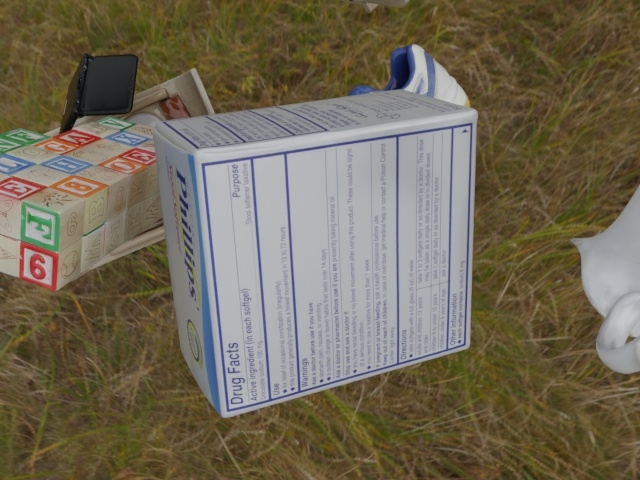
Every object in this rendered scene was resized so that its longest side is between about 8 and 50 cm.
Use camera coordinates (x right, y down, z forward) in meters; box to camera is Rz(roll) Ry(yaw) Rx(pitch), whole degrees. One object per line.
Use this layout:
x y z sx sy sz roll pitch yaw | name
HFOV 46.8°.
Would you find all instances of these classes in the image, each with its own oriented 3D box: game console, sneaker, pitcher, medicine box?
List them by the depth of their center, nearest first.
0.278 -0.004 0.519 0.125 0.207 0.177 39 35 -8 | pitcher
0.000 0.000 0.755 0.290 0.149 0.263 -11 113 -21 | medicine box
0.058 -0.122 0.937 0.131 0.112 0.296 47 70 -21 | sneaker
-0.315 -0.201 1.047 0.071 0.107 0.122 18 48 -27 | game console

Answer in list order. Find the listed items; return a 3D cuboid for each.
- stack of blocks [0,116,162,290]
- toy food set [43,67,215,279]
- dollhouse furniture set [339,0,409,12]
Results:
-0.286 -0.064 0.846 0.171 0.297 0.087 17 115 11 | stack of blocks
-0.279 -0.094 1.095 0.306 0.092 0.219 -22 103 2 | toy food set
0.127 -0.483 0.821 0.355 0.303 0.174 -44 39 -11 | dollhouse furniture set
